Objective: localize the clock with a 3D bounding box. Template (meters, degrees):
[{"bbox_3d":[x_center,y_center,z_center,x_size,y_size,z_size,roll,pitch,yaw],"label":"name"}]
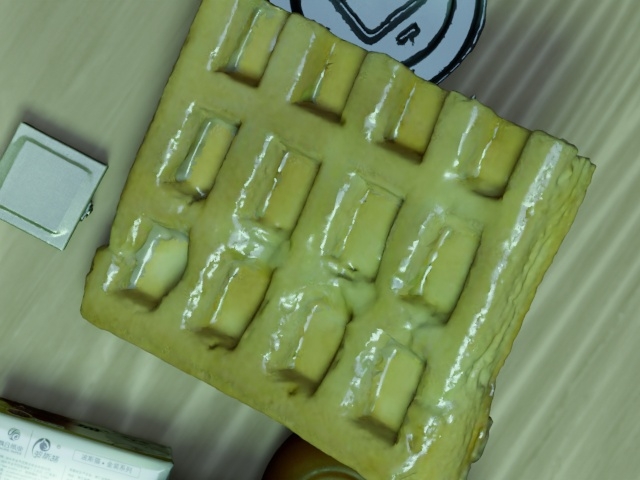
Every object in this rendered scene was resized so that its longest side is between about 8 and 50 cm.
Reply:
[{"bbox_3d":[0.043,-0.201,1.205,0.185,0.040,0.184,0,92,-4],"label":"clock"}]

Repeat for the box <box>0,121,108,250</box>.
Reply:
[{"bbox_3d":[-0.221,-0.043,1.189,0.083,0.035,0.079,29,90,-8],"label":"box"}]

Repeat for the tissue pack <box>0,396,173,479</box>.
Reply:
[{"bbox_3d":[-0.203,0.197,1.172,0.149,0.099,0.106,18,89,-7],"label":"tissue pack"}]

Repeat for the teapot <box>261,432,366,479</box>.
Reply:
[{"bbox_3d":[0.033,0.242,1.194,0.178,0.135,0.252,37,107,28],"label":"teapot"}]

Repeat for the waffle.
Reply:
[{"bbox_3d":[0.000,0.000,1.111,0.348,0.077,0.304,27,98,23],"label":"waffle"}]
